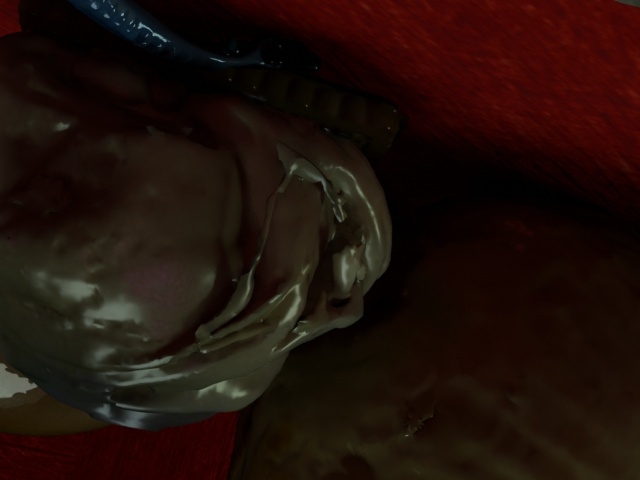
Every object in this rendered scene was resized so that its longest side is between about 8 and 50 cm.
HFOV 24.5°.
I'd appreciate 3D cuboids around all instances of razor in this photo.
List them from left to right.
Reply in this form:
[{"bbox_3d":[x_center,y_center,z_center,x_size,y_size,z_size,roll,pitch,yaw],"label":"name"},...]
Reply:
[{"bbox_3d":[-0.111,-0.134,0.776,0.082,0.042,0.253,10,168,45],"label":"razor"}]

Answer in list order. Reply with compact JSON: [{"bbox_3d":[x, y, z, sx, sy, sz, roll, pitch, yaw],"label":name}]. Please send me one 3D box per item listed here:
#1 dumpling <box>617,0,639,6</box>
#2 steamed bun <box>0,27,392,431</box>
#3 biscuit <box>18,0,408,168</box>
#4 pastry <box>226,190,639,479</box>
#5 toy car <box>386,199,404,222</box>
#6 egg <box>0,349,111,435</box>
[{"bbox_3d":[0.151,-0.096,0.160,0.395,0.233,0.315,28,150,48],"label":"dumpling"},{"bbox_3d":[-0.105,0.010,0.911,0.268,0.207,0.280,20,177,-7],"label":"steamed bun"},{"bbox_3d":[-0.072,-0.097,0.981,0.254,0.029,0.172,17,171,-3],"label":"biscuit"},{"bbox_3d":[0.107,0.137,1.044,0.312,0.388,0.388,40,180,22],"label":"pastry"},{"bbox_3d":[0.000,0.000,1.218,0.141,0.097,0.321,12,171,33],"label":"toy car"},{"bbox_3d":[-0.265,0.040,1.373,0.351,0.282,0.282,13,174,-24],"label":"egg"}]
